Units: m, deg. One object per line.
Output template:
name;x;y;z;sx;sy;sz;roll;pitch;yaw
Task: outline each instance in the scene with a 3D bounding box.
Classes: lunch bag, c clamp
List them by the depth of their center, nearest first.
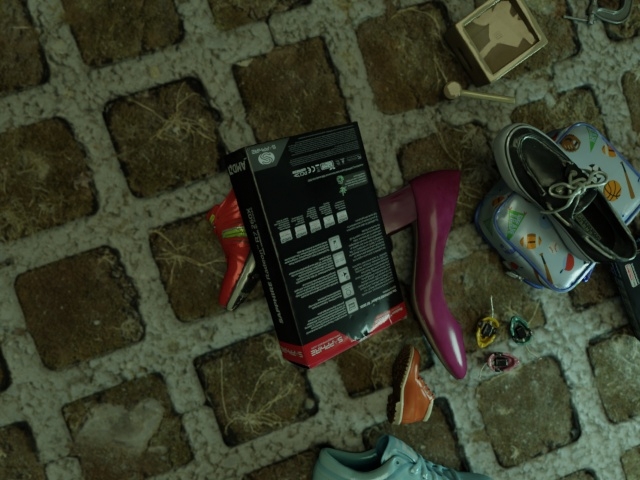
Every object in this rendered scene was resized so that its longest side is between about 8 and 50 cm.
lunch bag;0.458;-0.054;1.017;0.243;0.115;0.303;44;85;-8
c clamp;0.573;-0.505;1.066;0.137;0.022;0.160;16;90;-7

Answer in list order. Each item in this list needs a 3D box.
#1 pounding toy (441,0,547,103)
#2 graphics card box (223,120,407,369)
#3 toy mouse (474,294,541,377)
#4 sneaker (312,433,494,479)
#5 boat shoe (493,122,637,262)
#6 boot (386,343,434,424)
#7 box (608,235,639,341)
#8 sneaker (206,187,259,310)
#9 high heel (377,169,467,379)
pounding toy;0.309;-0.337;1.007;0.206;0.094;0.181;-36;100;4
graphics card box;0.000;0.000;0.914;0.233;0.094;0.370;-21;101;-31
toy mouse;0.368;0.205;1.048;0.143;0.031;0.160;20;89;-6
sneaker;0.164;0.439;0.977;0.366;0.135;0.150;1;94;-8
boat shoe;0.419;-0.077;0.898;0.113;0.105;0.306;-39;99;-7
boot;0.181;0.276;1.018;0.085;0.059;0.157;6;99;-10
box;0.680;0.081;1.035;0.175;0.051;0.220;-26;107;7
sneaker;-0.151;-0.014;0.960;0.119;0.107;0.278;12;80;2
high heel;0.241;0.059;0.979;0.182;0.127;0.377;-22;91;3
